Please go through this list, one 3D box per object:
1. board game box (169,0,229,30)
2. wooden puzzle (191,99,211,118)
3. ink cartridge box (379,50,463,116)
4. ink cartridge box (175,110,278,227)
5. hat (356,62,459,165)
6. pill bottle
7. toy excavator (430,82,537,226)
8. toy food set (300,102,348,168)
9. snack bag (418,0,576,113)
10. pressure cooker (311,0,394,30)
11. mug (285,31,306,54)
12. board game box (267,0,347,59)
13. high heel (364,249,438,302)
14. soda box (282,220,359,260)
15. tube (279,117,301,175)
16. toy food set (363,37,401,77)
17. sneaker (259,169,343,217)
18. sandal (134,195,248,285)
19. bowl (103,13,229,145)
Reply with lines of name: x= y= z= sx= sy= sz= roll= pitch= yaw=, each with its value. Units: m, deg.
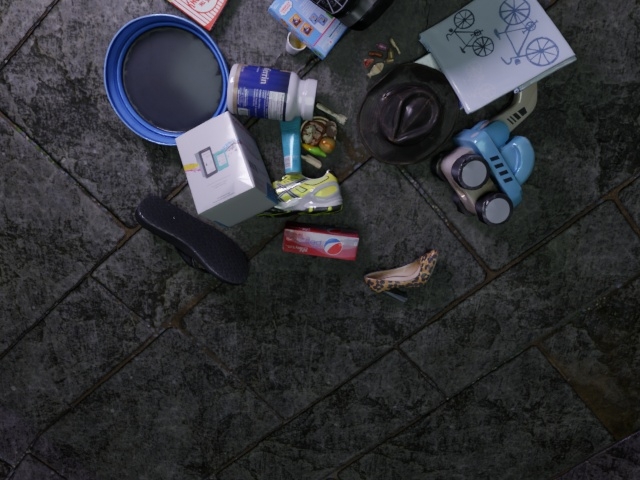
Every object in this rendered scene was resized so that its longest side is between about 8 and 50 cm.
board game box: x=-0.371 y=-0.747 z=1.513 sx=0.193 sy=0.045 sz=0.147 roll=33 pitch=109 yaw=-12
wooden puzzle: x=-0.391 y=-0.432 z=1.663 sx=0.083 sy=0.006 sz=0.049 roll=36 pitch=108 yaw=-13
ink cartridge box: x=0.319 y=-0.466 z=1.616 sx=0.208 sy=0.045 sz=0.206 roll=-27 pitch=109 yaw=11
ink cartridge box: x=-0.290 y=-0.215 z=1.586 sx=0.197 sy=0.198 sz=0.270 roll=-24 pitch=73 yaw=11
hat: x=0.277 y=-0.371 z=1.563 sx=0.331 sy=0.134 sz=0.331 roll=0 pitch=113 yaw=1
pill bottle: x=-0.146 y=-0.452 z=1.573 sx=0.264 sy=0.153 sz=0.153 roll=8 pitch=112 yaw=-3
toy excavator: x=0.569 y=-0.333 z=1.607 sx=0.445 sy=0.222 sz=0.433 roll=-37 pitch=107 yaw=0
toy food set: x=-0.005 y=-0.342 z=1.661 sx=0.132 sy=0.038 sz=0.192 roll=27 pitch=102 yaw=-12
snack bag: x=0.509 y=-0.567 z=1.492 sx=0.342 sy=0.037 sz=0.323 roll=-30 pitch=76 yaw=10
pressure cooker: x=0.048 y=-0.804 z=1.300 sx=0.420 sy=0.375 sz=0.370 roll=34 pitch=111 yaw=-20
mug: x=-0.071 y=-0.600 z=1.556 sx=0.078 sy=0.064 sz=0.062 roll=7 pitch=85 yaw=-18
board game box: x=-0.025 y=-0.673 z=1.511 sx=0.211 sy=0.039 sz=0.160 roll=38 pitch=84 yaw=-14
high heel: x=0.288 y=0.104 z=1.821 sx=0.186 sy=0.093 sz=0.261 roll=26 pitch=119 yaw=-16
soda box: x=0.000 y=0.000 z=1.792 sx=0.263 sy=0.083 sz=0.092 roll=7 pitch=112 yaw=-2
tube: x=-0.094 y=-0.318 z=1.647 sx=0.080 sy=0.052 sz=0.207 roll=-4 pitch=86 yaw=11
toy food set: x=0.186 y=-0.575 z=1.590 sx=0.122 sy=0.019 sz=0.078 roll=-30 pitch=109 yaw=20
sneaker: x=-0.117 y=-0.158 z=1.722 sx=0.384 sy=0.145 sz=0.147 roll=-1 pitch=85 yaw=2
sandal: x=-0.445 y=0.010 z=1.785 sx=0.445 sy=0.168 sz=0.107 roll=37 pitch=134 yaw=-5
bowl: x=-0.473 y=-0.498 z=1.595 sx=0.391 sy=0.077 sz=0.391 roll=1 pitch=111 yaw=2
